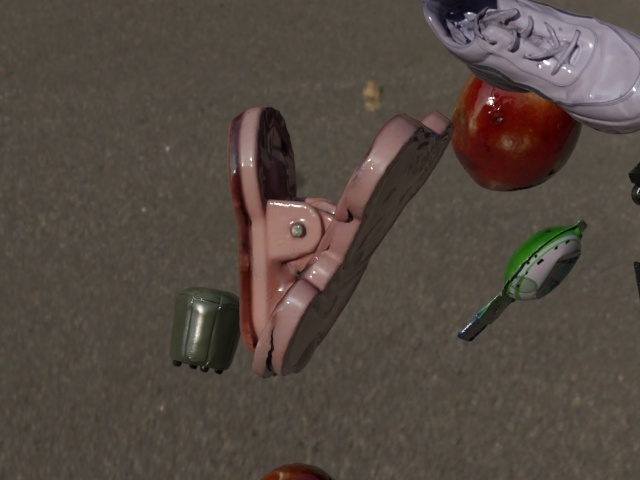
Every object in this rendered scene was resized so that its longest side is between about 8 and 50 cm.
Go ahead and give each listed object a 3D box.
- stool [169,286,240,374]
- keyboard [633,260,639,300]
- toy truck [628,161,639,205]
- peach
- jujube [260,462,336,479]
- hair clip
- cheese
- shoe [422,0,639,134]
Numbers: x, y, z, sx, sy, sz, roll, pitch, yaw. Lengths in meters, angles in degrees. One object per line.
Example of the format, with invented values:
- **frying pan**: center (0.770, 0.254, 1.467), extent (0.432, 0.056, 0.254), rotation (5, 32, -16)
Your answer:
- **stool**: center (-0.150, 0.118, 1.429), extent (0.096, 0.096, 0.110), rotation (13, 85, -5)
- **keyboard**: center (0.659, 0.099, 2.147), extent (0.061, 0.013, 0.204), rotation (10, 29, 5)
- **toy truck**: center (0.492, -0.011, 1.356), extent (0.121, 0.088, 0.259), rotation (-40, 110, -18)
- **peach**: center (0.311, -0.189, 1.743), extent (0.200, 0.243, 0.243), rotation (27, 44, 31)
- **jujube**: center (-0.019, 0.401, 1.520), extent (0.155, 0.230, 0.155), rotation (-9, 62, 17)
- **hair clip**: center (0.011, 0.001, 0.538), extent (0.102, 0.138, 0.123), rotation (-1, 0, 16)
- **cheese**: center (0.385, 0.079, 2.053), extent (0.083, 0.320, 0.204), rotation (47, 9, 23)
- **shoe**: center (0.204, -0.176, 1.003), extent (0.138, 0.095, 0.245), rotation (17, 9, -47)
